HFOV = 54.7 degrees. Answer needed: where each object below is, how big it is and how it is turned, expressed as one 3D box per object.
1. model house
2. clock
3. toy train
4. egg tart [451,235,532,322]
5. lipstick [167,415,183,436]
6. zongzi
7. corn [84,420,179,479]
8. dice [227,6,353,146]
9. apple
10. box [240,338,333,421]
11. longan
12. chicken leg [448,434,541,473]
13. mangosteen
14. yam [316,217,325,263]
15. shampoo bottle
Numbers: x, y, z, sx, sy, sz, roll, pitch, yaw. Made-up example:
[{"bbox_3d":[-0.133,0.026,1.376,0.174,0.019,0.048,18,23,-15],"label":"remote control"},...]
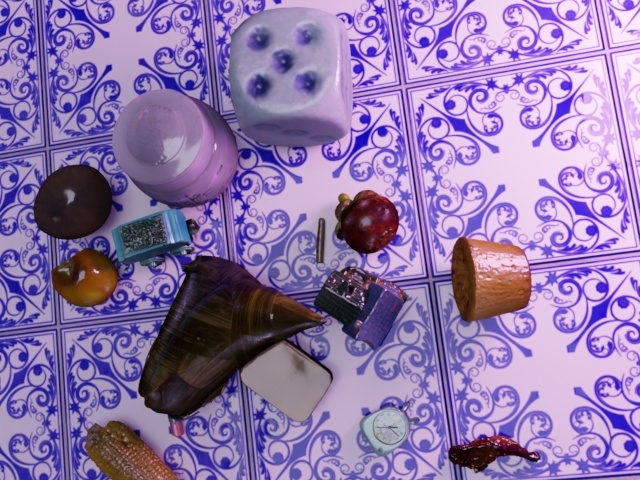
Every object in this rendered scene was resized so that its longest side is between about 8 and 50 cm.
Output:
[{"bbox_3d":[0.092,0.149,1.459,0.183,0.172,0.166,30,90,12],"label":"model house"},{"bbox_3d":[0.169,0.444,1.479,0.135,0.041,0.101,-32,79,4],"label":"clock"},{"bbox_3d":[-0.418,-0.005,1.567,0.203,0.163,0.112,-21,79,6],"label":"toy train"},{"bbox_3d":[0.390,0.083,1.413,0.147,0.202,0.202,-4,83,0],"label":"egg tart"},{"bbox_3d":[-0.380,0.381,1.576,0.053,0.053,0.234,-14,85,8],"label":"lipstick"},{"bbox_3d":[-0.210,0.266,1.398,0.432,0.208,0.403,21,84,43],"label":"zongzi"},{"bbox_3d":[-0.457,0.567,1.532,0.322,0.119,0.119,41,91,12],"label":"corn"},{"bbox_3d":[-0.062,-0.385,1.499,0.262,0.268,0.264,-1,82,8],"label":"dice"},{"bbox_3d":[-0.609,0.090,1.595,0.146,0.147,0.163,-46,77,1],"label":"apple"},{"bbox_3d":[-0.077,0.330,1.507,0.201,0.090,0.144,32,90,12],"label":"box"},{"bbox_3d":[-0.636,-0.097,1.600,0.198,0.198,0.212,36,102,11],"label":"longan"},{"bbox_3d":[0.399,0.491,1.432,0.205,0.053,0.093,-12,105,15],"label":"chicken leg"},{"bbox_3d":[0.098,-0.055,1.494,0.181,0.146,0.156,44,95,11],"label":"mangosteen"},{"bbox_3d":[0.000,0.000,1.568,0.021,0.021,0.116,2,85,10],"label":"yam"},{"bbox_3d":[-0.352,-0.223,1.528,0.273,0.266,0.273,-1,84,11],"label":"shampoo bottle"}]
